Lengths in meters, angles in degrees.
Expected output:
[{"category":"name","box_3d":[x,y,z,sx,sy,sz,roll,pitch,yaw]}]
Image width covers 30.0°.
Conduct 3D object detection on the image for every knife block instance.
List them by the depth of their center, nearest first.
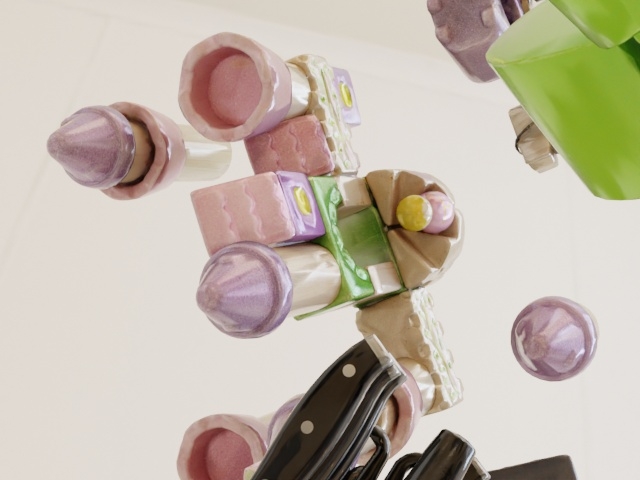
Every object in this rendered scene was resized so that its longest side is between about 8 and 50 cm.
[{"category":"knife block","box_3d":[-0.036,0.177,0.506,0.088,0.242,0.275,31,-144,22]}]

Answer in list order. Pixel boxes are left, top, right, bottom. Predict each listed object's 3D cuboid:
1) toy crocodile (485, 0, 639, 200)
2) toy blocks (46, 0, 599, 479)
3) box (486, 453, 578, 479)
[{"category":"toy crocodile","box_3d":[0.158,-0.095,0.272,0.115,0.340,0.105,40,-126,-6]},{"category":"toy blocks","box_3d":[0.000,0.000,0.716,0.260,0.309,0.289,-5,-105,-66]},{"category":"box","box_3d":[0.165,0.394,0.984,0.179,0.312,0.343,-14,-116,4]}]
